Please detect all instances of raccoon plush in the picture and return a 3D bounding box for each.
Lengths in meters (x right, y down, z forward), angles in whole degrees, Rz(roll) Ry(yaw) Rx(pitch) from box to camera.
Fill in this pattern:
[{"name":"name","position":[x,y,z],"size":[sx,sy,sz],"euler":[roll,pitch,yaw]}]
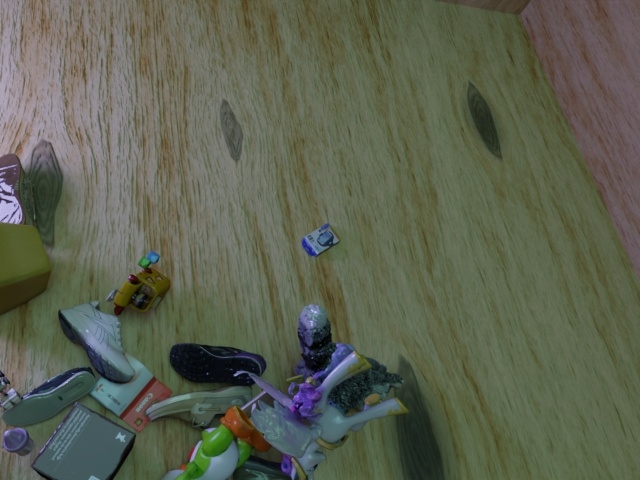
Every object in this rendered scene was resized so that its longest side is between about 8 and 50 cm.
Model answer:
[{"name":"raccoon plush","position":[0.106,0.351,1.573],"size":[0.299,0.447,0.216],"euler":[-19,45,-27]}]

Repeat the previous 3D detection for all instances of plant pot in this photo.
[{"name":"plant pot","position":[-0.862,0.070,1.466],"size":[0.187,0.212,0.212],"euler":[-16,69,-41]}]

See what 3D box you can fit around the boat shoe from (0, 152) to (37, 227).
[{"name":"boat shoe","position":[-0.923,-0.132,1.620],"size":[0.104,0.089,0.285],"euler":[-19,67,-1]}]

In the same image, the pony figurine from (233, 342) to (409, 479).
[{"name":"pony figurine","position":[-0.017,0.426,1.340],"size":[0.363,0.303,0.351],"euler":[-40,107,0]}]

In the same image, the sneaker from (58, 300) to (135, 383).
[{"name":"sneaker","position":[-0.598,0.268,1.484],"size":[0.297,0.111,0.129],"euler":[41,47,20]}]

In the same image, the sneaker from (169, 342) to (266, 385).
[{"name":"sneaker","position":[-0.300,0.361,1.588],"size":[0.283,0.124,0.107],"euler":[11,94,8]}]

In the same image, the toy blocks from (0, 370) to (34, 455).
[{"name":"toy blocks","position":[-0.845,0.417,1.182],"size":[0.288,0.260,0.309],"euler":[32,59,27]}]

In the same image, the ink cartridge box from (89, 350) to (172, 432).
[{"name":"ink cartridge box","position":[-0.525,0.420,1.492],"size":[0.179,0.045,0.145],"euler":[36,57,3]}]

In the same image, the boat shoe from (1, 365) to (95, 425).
[{"name":"boat shoe","position":[-0.713,0.409,1.417],"size":[0.233,0.079,0.084],"euler":[-27,117,-20]}]

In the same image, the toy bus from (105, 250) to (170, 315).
[{"name":"toy bus","position":[-0.511,0.153,1.550],"size":[0.104,0.191,0.202],"euler":[33,57,-2]}]

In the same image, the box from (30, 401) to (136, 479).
[{"name":"box","position":[-0.574,0.528,1.320],"size":[0.167,0.203,0.169],"euler":[31,56,-3]}]

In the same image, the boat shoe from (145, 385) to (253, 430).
[{"name":"boat shoe","position":[-0.329,0.476,1.500],"size":[0.302,0.109,0.098],"euler":[-1,66,-29]}]

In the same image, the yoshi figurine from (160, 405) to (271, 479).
[{"name":"yoshi figurine","position":[-0.287,0.612,1.352],"size":[0.362,0.203,0.203],"euler":[-43,84,-9]}]

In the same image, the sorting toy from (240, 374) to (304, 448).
[{"name":"sorting toy","position":[-0.146,0.473,1.513],"size":[0.274,0.046,0.132],"euler":[-37,117,0]}]

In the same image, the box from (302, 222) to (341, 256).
[{"name":"box","position":[0.000,0.000,1.924],"size":[0.136,0.028,0.081],"euler":[-31,78,-33]}]

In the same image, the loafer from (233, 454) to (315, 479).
[{"name":"loafer","position":[-0.130,0.668,1.493],"size":[0.251,0.094,0.088],"euler":[18,82,-1]}]
